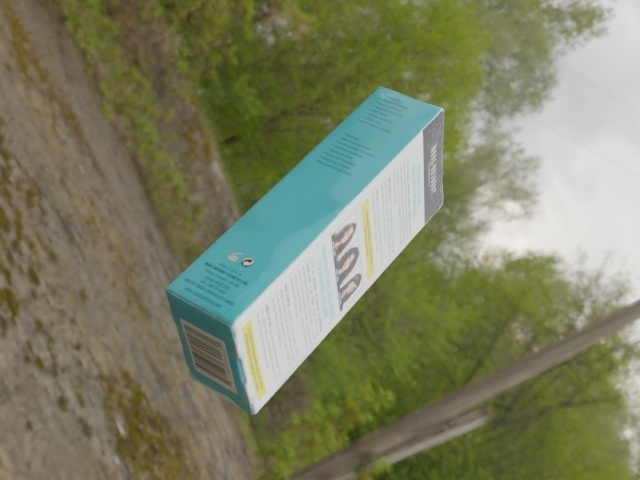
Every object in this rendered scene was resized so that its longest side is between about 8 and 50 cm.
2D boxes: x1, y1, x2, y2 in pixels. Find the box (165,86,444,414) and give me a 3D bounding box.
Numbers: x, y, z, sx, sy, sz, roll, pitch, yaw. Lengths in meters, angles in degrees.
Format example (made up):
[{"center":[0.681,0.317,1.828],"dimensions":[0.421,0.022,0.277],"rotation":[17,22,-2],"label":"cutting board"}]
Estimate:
[{"center":[0.000,0.000,0.697],"dimensions":[0.060,0.244,0.100],"rotation":[25,-36,28],"label":"box"}]
